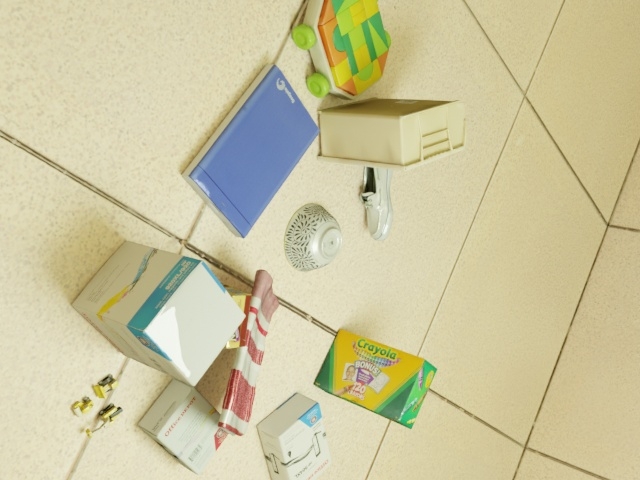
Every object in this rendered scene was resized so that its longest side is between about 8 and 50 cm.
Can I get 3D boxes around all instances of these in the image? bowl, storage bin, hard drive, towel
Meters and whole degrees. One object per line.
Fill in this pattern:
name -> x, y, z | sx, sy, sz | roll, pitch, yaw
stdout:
bowl -> 0.000, 0.000, 1.818 | 0.170, 0.080, 0.170 | -15, 111, -45
storage bin -> 0.171, -0.262, 1.797 | 0.260, 0.262, 0.123 | -22, 114, -43
hard drive -> -0.140, -0.192, 1.636 | 0.318, 0.040, 0.210 | -57, 135, -20
towel -> -0.148, 0.247, 1.613 | 0.237, 0.037, 0.328 | 84, 18, -71

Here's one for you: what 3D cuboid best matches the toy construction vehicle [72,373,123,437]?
toy construction vehicle -> -0.424, 0.323, 1.470 | 0.098, 0.035, 0.085 | -35, 125, -37

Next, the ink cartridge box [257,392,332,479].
ink cartridge box -> -0.061, 0.511, 1.891 | 0.148, 0.086, 0.203 | -35, 124, -37

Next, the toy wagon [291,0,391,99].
toy wagon -> 0.048, -0.500, 1.737 | 0.267, 0.068, 0.344 | -43, 129, -32

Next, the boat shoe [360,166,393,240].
boat shoe -> 0.135, -0.113, 1.950 | 0.076, 0.083, 0.226 | 2, 88, -37

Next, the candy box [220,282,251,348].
candy box -> -0.219, 0.139, 1.531 | 0.053, 0.187, 0.109 | 1, 101, -45

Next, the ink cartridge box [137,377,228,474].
ink cartridge box -> -0.286, 0.396, 1.616 | 0.127, 0.072, 0.175 | -53, 135, -24

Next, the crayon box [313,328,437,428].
crayon box -> 0.137, 0.346, 1.917 | 0.081, 0.279, 0.165 | 41, 70, -47

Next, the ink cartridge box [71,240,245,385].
ink cartridge box -> -0.300, 0.129, 1.404 | 0.168, 0.233, 0.171 | -55, 135, -26
